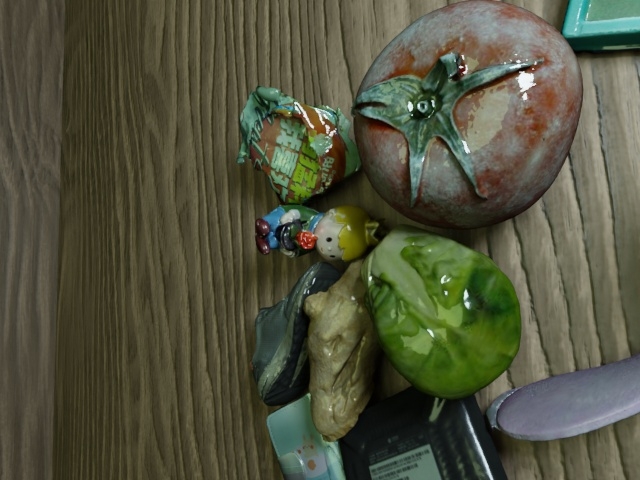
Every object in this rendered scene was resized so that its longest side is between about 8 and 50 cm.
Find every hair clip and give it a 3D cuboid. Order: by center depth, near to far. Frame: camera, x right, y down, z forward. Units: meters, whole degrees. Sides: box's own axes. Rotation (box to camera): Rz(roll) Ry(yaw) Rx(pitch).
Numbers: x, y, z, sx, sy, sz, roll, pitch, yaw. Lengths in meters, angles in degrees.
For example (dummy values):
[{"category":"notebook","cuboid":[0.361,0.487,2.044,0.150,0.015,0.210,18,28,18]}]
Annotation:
[{"category":"hair clip","cuboid":[0.388,0.197,0.552,0.358,0.095,0.110,-29,39,25]}]

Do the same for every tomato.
[{"category":"tomato","cuboid":[0.204,-0.175,0.611,0.316,0.282,0.317,0,90,39]}]

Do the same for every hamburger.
[{"category":"hamburger","cuboid":[-0.046,-0.212,0.912,0.276,0.150,0.260,49,135,4]}]

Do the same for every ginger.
[{"category":"ginger","cuboid":[0.050,0.204,0.786,0.126,0.190,0.354,-172,92,-81]}]

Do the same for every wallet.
[{"category":"wallet","cuboid":[-0.007,0.454,0.859,0.176,0.075,0.250,-37,65,29]}]

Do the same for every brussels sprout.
[{"category":"brussels sprout","cuboid":[0.175,0.095,0.647,0.219,0.210,0.271,-40,71,2]}]

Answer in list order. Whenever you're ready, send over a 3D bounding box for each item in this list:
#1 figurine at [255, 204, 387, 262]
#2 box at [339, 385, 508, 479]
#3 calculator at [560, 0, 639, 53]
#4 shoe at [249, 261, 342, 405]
[{"category":"figurine","cuboid":[-0.001,-0.013,0.819,0.234,0.185,0.127,19,108,33]},{"category":"box","cuboid":[0.159,0.397,0.680,0.290,0.073,0.289,-40,46,32]},{"category":"calculator","cuboid":[0.482,-0.395,0.553,0.248,0.058,0.274,15,95,37]},{"category":"shoe","cuboid":[-0.068,0.178,0.911,0.171,0.132,0.336,37,110,46]}]
